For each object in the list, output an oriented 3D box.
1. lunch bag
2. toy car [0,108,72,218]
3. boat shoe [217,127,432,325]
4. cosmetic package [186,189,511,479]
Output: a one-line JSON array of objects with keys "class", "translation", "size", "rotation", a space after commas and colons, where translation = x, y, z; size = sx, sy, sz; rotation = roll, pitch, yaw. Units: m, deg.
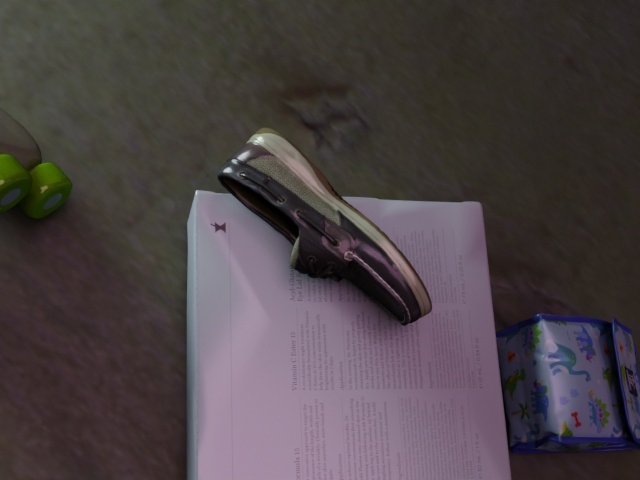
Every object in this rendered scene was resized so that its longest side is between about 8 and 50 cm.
[{"class": "lunch bag", "translation": [0.265, 0.146, 0.871], "size": [0.151, 0.096, 0.129], "rotation": [8, 68, -27]}, {"class": "toy car", "translation": [-0.354, -0.043, 0.776], "size": [0.188, 0.149, 0.155], "rotation": [-44, 83, 7]}, {"class": "boat shoe", "translation": [0.000, -0.001, 0.760], "size": [0.073, 0.080, 0.223], "rotation": [-41, 79, -17]}, {"class": "cosmetic package", "translation": [0.020, 0.148, 0.802], "size": [0.284, 0.097, 0.377], "rotation": [3, 72, -15]}]
